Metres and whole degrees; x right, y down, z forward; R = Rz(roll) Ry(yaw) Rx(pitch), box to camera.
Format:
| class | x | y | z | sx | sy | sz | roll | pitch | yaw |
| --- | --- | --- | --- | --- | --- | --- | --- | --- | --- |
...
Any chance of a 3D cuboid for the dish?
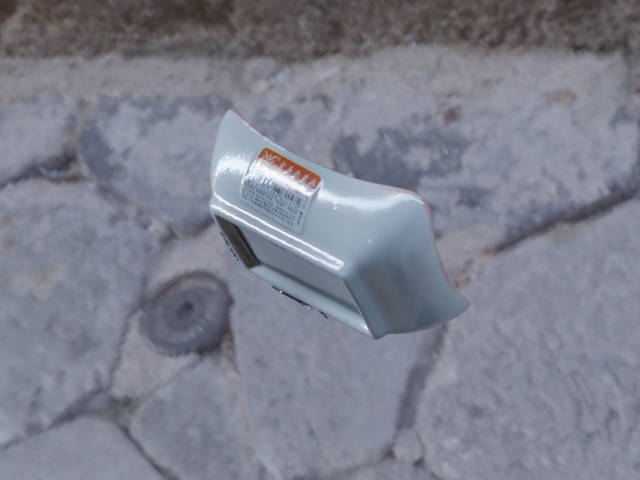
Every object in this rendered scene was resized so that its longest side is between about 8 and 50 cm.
| class | x | y | z | sx | sy | sz | roll | pitch | yaw |
| --- | --- | --- | --- | --- | --- | --- | --- | --- | --- |
| dish | 0.000 | 0.000 | 1.170 | 0.212 | 0.151 | 0.077 | 27 | 69 | 36 |
